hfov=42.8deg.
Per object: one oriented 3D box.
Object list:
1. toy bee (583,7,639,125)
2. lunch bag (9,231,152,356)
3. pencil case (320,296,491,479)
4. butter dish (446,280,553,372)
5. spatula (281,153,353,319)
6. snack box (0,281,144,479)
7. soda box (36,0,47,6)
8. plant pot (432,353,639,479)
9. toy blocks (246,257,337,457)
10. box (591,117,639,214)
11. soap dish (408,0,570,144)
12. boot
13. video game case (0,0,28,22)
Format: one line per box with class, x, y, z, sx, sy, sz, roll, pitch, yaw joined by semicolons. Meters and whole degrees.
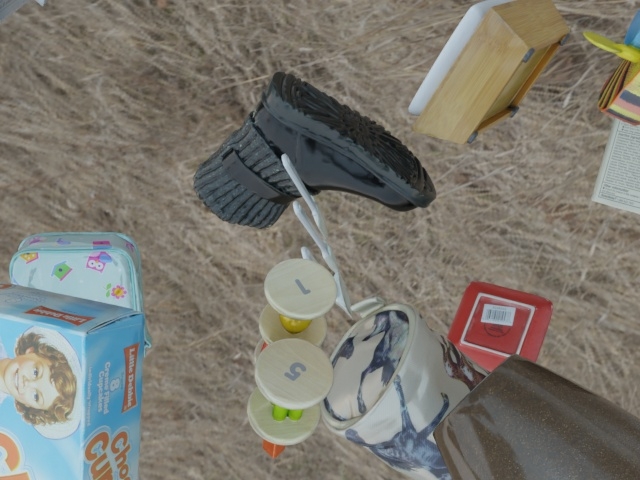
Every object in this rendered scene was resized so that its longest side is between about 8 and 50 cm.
toy bee;0.424;-0.239;1.010;0.195;0.162;0.298;11;140;18
lunch bag;-0.408;0.125;1.411;0.224;0.108;0.279;-3;111;-10
pencil case;0.194;0.226;0.947;0.410;0.183;0.160;33;127;-16
butter dish;0.320;0.173;1.446;0.160;0.159;0.118;14;156;28
spatula;0.000;0.000;1.039;0.019;0.242;0.168;-14;68;7
snack box;-0.204;0.186;0.500;0.187;0.060;0.321;8;100;22
soda box;-0.309;-0.395;0.943;0.091;0.098;0.286;41;155;-10
plant pot;0.216;0.217;0.711;0.230;0.215;0.215;46;125;19
toy blocks;-0.026;0.104;0.610;0.054;0.123;0.148;8;141;-4
box;0.553;-0.192;1.283;0.148;0.121;0.311;24;107;40
soap dish;0.286;-0.285;1.346;0.118;0.291;0.229;40;125;13
boot;-0.011;-0.096;1.358;0.348;0.131;0.260;32;123;-13
video game case;-0.239;-0.313;0.620;0.036;0.329;0.300;17;124;-5
